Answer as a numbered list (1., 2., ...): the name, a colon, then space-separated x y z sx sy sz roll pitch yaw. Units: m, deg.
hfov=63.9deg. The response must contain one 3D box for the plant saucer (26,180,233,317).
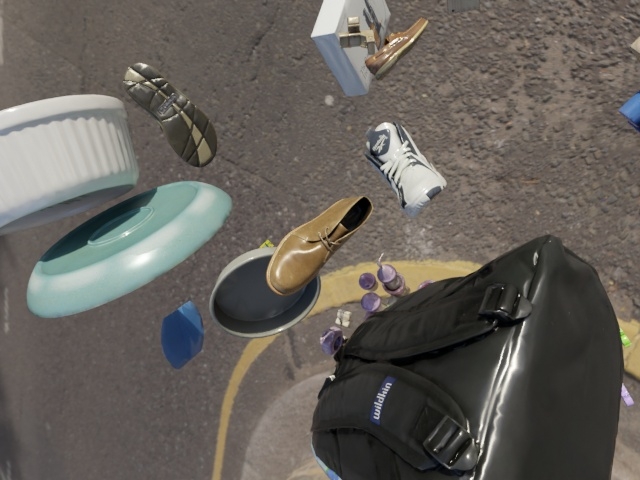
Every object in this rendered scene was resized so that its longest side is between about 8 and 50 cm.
1. plant saucer: -0.280 -0.007 0.744 0.317 0.317 0.044 -1 123 40

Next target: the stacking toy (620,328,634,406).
1. stacking toy: 0.730 0.346 1.274 0.166 0.052 0.221 -30 63 13

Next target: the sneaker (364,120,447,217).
1. sneaker: 0.135 -0.136 0.907 0.153 0.235 0.094 41 116 -7

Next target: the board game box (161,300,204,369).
1. board game box: -0.343 0.229 1.243 0.033 0.168 0.133 -6 103 21

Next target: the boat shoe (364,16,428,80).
1. boat shoe: 0.173 -0.445 1.165 0.060 0.064 0.178 43 87 -1

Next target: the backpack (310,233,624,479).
1. backpack: 0.123 0.180 0.546 0.273 0.290 0.355 36 154 -23

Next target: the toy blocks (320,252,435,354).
1. toy blocks: 0.144 0.204 1.409 0.308 0.260 0.289 16 76 31

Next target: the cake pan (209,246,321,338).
1. cake pan: -0.143 0.133 1.323 0.054 0.293 0.293 60 137 47

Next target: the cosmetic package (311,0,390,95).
1. cosmetic package: 0.115 -0.734 1.747 0.097 0.284 0.378 2 65 32

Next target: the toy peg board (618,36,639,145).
1. toy peg board: 0.301 -0.057 0.401 0.079 0.161 0.161 -48 49 25

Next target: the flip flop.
1. flip flop: -0.350 -0.294 1.211 0.277 0.112 0.080 46 173 -8

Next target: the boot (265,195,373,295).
1. boot: 0.000 0.000 1.140 0.112 0.305 0.115 49 157 -8

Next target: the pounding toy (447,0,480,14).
1. pounding toy: 0.294 -0.577 1.121 0.100 0.141 0.130 -3 141 15

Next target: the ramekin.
1. ramekin: -0.401 -0.103 0.761 0.272 0.272 0.127 -16 98 41

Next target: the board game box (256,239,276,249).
1. board game box: -0.211 0.093 1.519 0.048 0.170 0.141 42 145 6

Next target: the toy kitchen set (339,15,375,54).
1. toy kitchen set: 0.087 -0.492 1.235 0.083 0.075 0.068 -4 132 4
